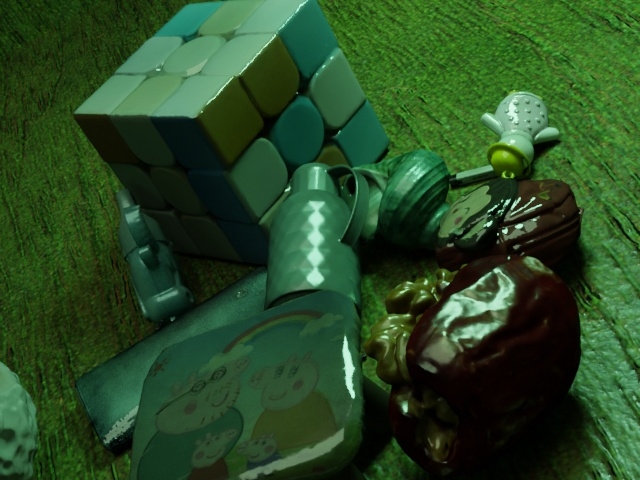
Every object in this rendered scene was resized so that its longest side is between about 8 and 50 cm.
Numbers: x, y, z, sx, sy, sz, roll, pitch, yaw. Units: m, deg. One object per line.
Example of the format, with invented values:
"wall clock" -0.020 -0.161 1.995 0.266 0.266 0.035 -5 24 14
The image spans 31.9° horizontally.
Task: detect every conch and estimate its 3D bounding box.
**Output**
"conch" 0.133 -0.053 1.757 0.196 0.134 0.202 -65 31 25

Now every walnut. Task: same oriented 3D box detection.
"walnut" 0.177 0.135 1.355 0.269 0.244 0.221 -35 -17 -44

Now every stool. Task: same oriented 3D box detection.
"stool" -0.054 0.258 1.402 0.310 0.226 0.310 -20 35 14

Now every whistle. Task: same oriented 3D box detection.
"whistle" -0.293 0.034 1.929 0.093 0.186 0.274 -24 70 0

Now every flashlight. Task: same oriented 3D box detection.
"flashlight" 0.251 -0.107 1.830 0.083 0.018 0.018 -14 37 24

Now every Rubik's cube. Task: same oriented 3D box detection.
"Rubik's cube" -0.149 -0.195 1.968 0.347 0.344 0.346 8 48 46

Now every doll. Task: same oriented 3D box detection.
"doll" 0.319 -0.170 1.805 0.129 0.081 0.207 15 51 7

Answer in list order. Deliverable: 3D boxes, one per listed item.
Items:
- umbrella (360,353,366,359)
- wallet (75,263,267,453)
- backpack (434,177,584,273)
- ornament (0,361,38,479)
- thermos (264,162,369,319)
"umbrella" -0.059 0.207 1.651 0.269 0.044 0.044 -19 -3 6
"wallet" -0.211 0.179 1.789 0.379 0.046 0.191 -34 35 -7
"backpack" 0.270 -0.009 1.589 0.229 0.139 0.229 -27 15 8
"ornament" -0.597 0.312 1.670 0.337 0.337 0.337 -21 34 15
"thermos" 0.000 0.000 1.708 0.182 0.145 0.286 -32 42 37
